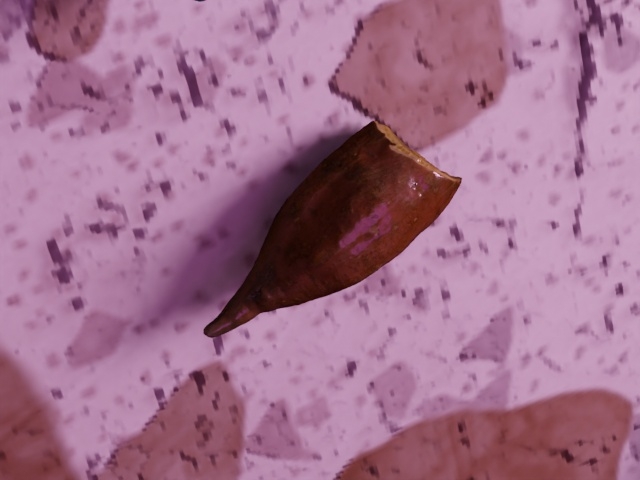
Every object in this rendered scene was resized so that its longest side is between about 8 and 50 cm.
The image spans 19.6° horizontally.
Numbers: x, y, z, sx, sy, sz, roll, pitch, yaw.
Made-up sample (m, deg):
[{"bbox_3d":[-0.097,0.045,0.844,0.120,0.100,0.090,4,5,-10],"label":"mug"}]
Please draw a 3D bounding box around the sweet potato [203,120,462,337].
[{"bbox_3d":[0.000,0.000,0.728,0.117,0.049,0.049,-40,125,-4],"label":"sweet potato"}]
